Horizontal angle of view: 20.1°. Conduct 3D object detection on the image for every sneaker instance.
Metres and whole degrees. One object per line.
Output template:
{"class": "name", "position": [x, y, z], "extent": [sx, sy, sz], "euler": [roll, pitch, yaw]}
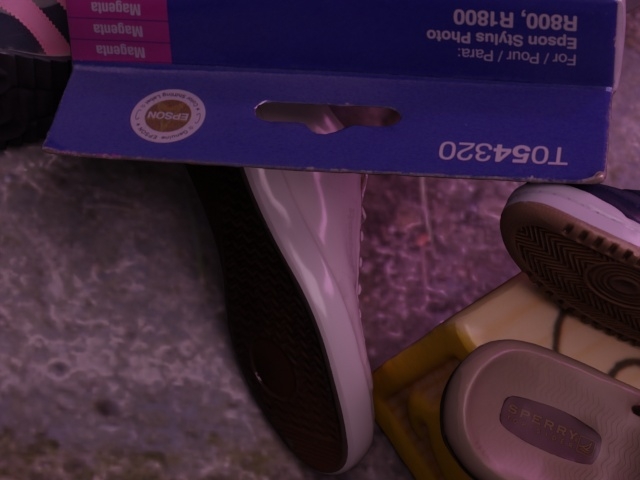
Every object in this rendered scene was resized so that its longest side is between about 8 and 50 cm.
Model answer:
{"class": "sneaker", "position": [0.000, 0.000, 1.157], "extent": [0.123, 0.106, 0.290], "euler": [-20, 96, -38]}
{"class": "sneaker", "position": [-0.184, -0.144, 1.170], "extent": [0.319, 0.112, 0.131], "euler": [-13, 62, -26]}
{"class": "sneaker", "position": [0.245, -0.007, 1.043], "extent": [0.282, 0.099, 0.153], "euler": [25, 67, -10]}

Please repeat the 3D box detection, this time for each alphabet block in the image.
{"class": "alphabet block", "position": [0.173, 0.101, 1.145], "extent": [0.197, 0.193, 0.192], "euler": [-32, 83, -23]}

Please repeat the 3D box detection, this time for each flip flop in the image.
{"class": "flip flop", "position": [0.200, 0.124, 0.995], "extent": [0.277, 0.080, 0.112], "euler": [23, 69, -12]}

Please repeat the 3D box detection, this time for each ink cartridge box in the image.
{"class": "ink cartridge box", "position": [0.022, -0.179, 1.081], "extent": [0.324, 0.071, 0.330], "euler": [3, 47, 10]}

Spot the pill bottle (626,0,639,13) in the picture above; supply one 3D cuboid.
{"class": "pill bottle", "position": [0.130, -0.270, 1.272], "extent": [0.153, 0.153, 0.265], "euler": [-26, 81, -23]}
